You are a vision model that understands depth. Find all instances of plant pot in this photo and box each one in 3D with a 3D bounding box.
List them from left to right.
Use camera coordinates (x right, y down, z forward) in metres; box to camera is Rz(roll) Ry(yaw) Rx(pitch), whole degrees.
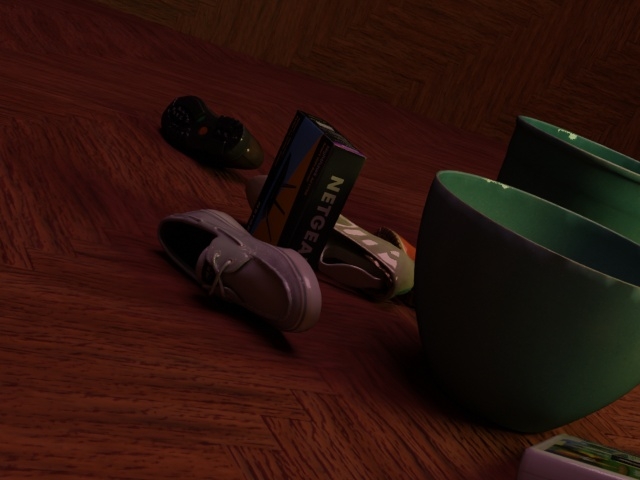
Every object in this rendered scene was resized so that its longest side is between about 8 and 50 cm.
[{"bbox_3d":[0.212,0.077,0.983,0.290,0.195,0.290,21,15,-6],"label":"plant pot"},{"bbox_3d":[0.343,-0.002,1.336,0.271,0.255,0.272,22,14,-6],"label":"plant pot"}]

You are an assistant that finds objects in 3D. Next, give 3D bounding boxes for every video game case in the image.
[{"bbox_3d":[0.309,0.205,0.713,0.300,0.036,0.329,14,-4,19],"label":"video game case"}]

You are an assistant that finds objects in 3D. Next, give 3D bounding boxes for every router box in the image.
[{"bbox_3d":[-0.025,-0.042,1.081,0.046,0.179,0.133,18,16,-26],"label":"router box"}]

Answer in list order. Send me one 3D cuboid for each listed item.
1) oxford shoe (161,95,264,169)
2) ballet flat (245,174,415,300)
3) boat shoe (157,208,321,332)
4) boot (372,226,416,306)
[{"bbox_3d":[-0.171,-0.158,1.509,0.227,0.083,0.096,34,-4,43],"label":"oxford shoe"},{"bbox_3d":[0.000,0.000,1.187,0.248,0.086,0.086,28,16,13],"label":"ballet flat"},{"bbox_3d":[-0.090,0.030,0.962,0.081,0.079,0.227,-2,23,-39],"label":"boat shoe"},{"bbox_3d":[0.122,0.041,1.261,0.084,0.059,0.158,15,25,-37],"label":"boot"}]
